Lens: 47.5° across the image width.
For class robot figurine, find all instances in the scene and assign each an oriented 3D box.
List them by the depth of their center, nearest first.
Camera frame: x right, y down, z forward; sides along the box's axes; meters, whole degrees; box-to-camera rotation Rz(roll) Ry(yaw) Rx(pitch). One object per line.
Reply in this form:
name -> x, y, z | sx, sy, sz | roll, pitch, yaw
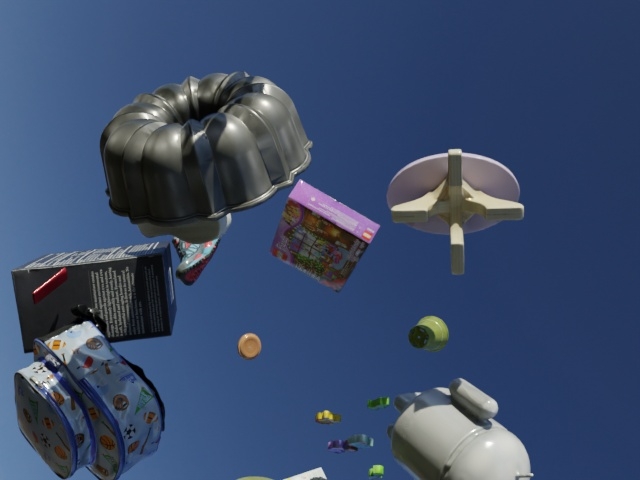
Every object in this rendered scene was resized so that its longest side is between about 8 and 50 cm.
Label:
robot figurine -> 0.283, 0.439, 1.494 | 0.353, 0.199, 0.300 | 30, -64, 54

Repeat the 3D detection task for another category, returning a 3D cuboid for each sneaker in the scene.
sneaker -> -0.225, -0.064, 1.430 | 0.292, 0.169, 0.108 | 5, -71, 49
sneaker -> -0.393, 0.042, 2.156 | 0.125, 0.262, 0.104 | 26, -65, -2

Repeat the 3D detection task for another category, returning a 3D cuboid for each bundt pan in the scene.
bundt pan -> -0.182, -0.159, 1.104 | 0.330, 0.330, 0.124 | 31, -39, 46

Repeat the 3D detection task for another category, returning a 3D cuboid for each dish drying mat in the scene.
dish drying mat -> -0.507, 0.085, 1.364 | 0.008, 0.083, 0.032 | 28, -47, 14

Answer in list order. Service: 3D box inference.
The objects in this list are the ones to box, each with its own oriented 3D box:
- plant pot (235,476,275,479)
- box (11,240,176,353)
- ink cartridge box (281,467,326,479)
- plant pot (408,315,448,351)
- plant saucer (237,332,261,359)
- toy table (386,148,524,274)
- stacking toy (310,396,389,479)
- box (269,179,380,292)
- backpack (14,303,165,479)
plant pot -> -0.069, 0.435, 0.961 | 0.254, 0.276, 0.276 | 175, -89, -71
box -> -0.469, 0.113, 1.573 | 0.296, 0.293, 0.183 | -151, -124, -80
ink cartridge box -> -0.057, 0.712, 1.979 | 0.127, 0.175, 0.072 | 59, -35, 34
plant pot -> 0.239, 0.217, 1.658 | 0.083, 0.079, 0.083 | 0, -91, 30
plant saucer -> -0.222, 0.333, 2.284 | 0.013, 0.083, 0.084 | -4, -90, 52
toy table -> 0.271, -0.074, 1.488 | 0.274, 0.161, 0.252 | -13, -73, 13
stacking toy -> 0.060, 0.437, 1.572 | 0.221, 0.052, 0.167 | -30, -137, 44
box -> 0.000, 0.000, 1.661 | 0.200, 0.057, 0.293 | 30, -28, 3
backpack -> -0.414, 0.303, 1.320 | 0.263, 0.213, 0.277 | 31, -44, 19
